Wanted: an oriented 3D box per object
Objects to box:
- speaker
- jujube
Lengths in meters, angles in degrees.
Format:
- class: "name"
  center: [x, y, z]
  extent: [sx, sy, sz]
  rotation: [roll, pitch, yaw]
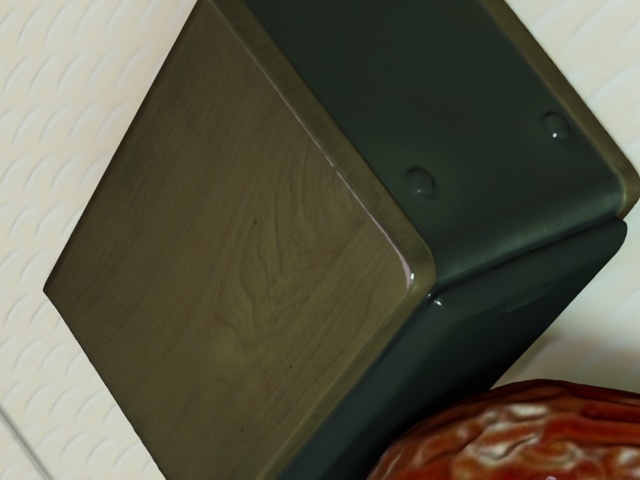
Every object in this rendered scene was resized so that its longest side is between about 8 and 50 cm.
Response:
- class: "speaker"
  center: [0.000, 0.000, 0.828]
  extent: [0.192, 0.153, 0.231]
  rotation: [53, 138, 18]
- class: "jujube"
  center: [0.126, 0.139, 0.759]
  extent: [0.236, 0.168, 0.168]
  rotation: [-11, 98, 31]
